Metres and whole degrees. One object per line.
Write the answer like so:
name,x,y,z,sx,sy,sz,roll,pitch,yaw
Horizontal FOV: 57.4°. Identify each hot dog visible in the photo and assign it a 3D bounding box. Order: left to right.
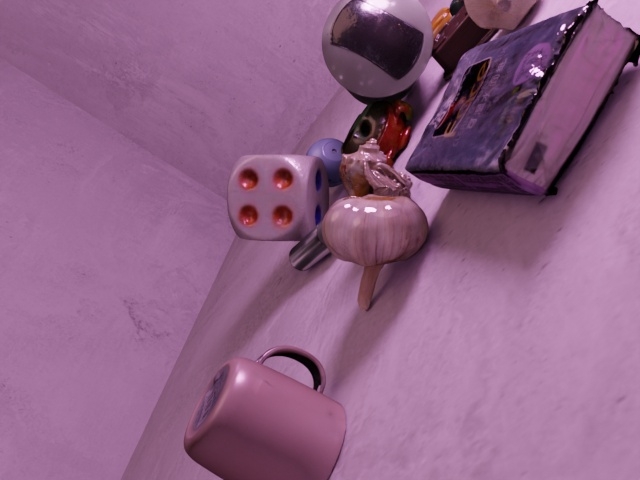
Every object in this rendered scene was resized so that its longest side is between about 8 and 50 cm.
hot dog,0.348,-0.633,1.833,0.235,0.062,0.092,-50,14,39

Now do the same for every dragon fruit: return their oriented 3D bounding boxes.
dragon fruit,0.145,-0.270,1.596,0.295,0.130,0.268,-65,10,-28

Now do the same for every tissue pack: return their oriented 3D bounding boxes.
tissue pack,0.284,-0.197,0.913,0.259,0.122,0.361,-60,15,1

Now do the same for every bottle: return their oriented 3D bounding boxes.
bottle,0.000,0.000,1.572,0.254,0.080,0.096,-41,24,53

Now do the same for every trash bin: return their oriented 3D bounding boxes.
trash bin,0.159,-0.518,1.622,0.280,0.280,0.432,-55,-2,9

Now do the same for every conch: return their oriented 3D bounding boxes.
conch,0.110,-0.091,1.245,0.178,0.163,0.245,-49,-34,-69

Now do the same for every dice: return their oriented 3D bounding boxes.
dice,-0.123,-0.125,1.746,0.243,0.259,0.251,-14,-75,-70

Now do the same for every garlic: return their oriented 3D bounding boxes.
garlic,0.092,0.027,1.070,0.199,0.199,0.225,-122,35,-76

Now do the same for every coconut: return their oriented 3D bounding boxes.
coconut,0.389,-0.536,1.255,0.161,0.161,0.162,-48,17,35

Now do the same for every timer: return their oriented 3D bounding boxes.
timer,0.009,-0.247,1.927,0.175,0.175,0.255,-61,18,-14

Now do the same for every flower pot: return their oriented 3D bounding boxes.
flower pot,0.371,-0.537,1.476,0.251,0.084,0.178,-46,17,39

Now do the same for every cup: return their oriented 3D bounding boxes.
cup,-0.085,0.279,0.956,0.191,0.200,0.252,-42,19,49

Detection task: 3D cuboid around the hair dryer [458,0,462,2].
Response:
hair dryer,0.409,-0.661,1.419,0.195,0.053,0.220,-25,6,23

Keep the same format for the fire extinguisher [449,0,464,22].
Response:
fire extinguisher,0.418,-0.673,1.596,0.294,0.093,0.118,-60,16,-13
